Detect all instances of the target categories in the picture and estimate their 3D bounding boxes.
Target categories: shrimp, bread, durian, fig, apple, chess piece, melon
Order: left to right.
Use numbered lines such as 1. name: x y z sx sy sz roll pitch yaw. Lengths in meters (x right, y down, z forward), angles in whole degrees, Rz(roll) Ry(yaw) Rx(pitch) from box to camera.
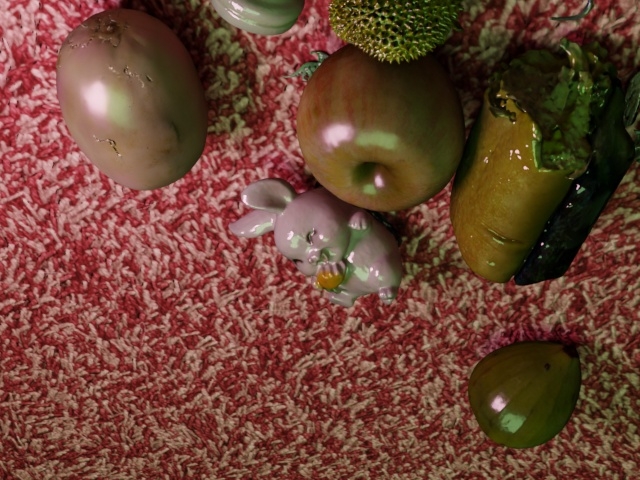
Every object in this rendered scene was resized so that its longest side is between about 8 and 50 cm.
1. melon: -0.296 -0.222 1.999 0.223 0.223 0.317 1 140 16
2. chess piece: -0.056 -0.432 1.773 0.139 0.139 0.272 20 129 -7
3. apple: 0.094 -0.180 1.923 0.257 0.234 0.257 6 140 5
4. durian: 0.108 -0.333 1.792 0.198 0.159 0.146 13 124 7
5. bread: 0.316 -0.103 1.926 0.208 0.251 0.376 -2 143 -14
6. fig: 0.396 0.278 2.410 0.203 0.203 0.225 28 121 -16
7. shrimp: 0.506 -0.193 1.927 0.126 0.047 0.223 29 134 -7

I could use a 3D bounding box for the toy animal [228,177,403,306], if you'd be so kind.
1. toy animal: 0.005 -0.001 2.230 0.325 0.154 0.208 27 148 -1

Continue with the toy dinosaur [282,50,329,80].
1. toy dinosaur: -0.020 -0.275 2.012 0.083 0.021 0.062 7 133 3

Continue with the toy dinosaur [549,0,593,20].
1. toy dinosaur: 0.234 -0.429 1.711 0.363 0.076 0.147 27 148 -6
